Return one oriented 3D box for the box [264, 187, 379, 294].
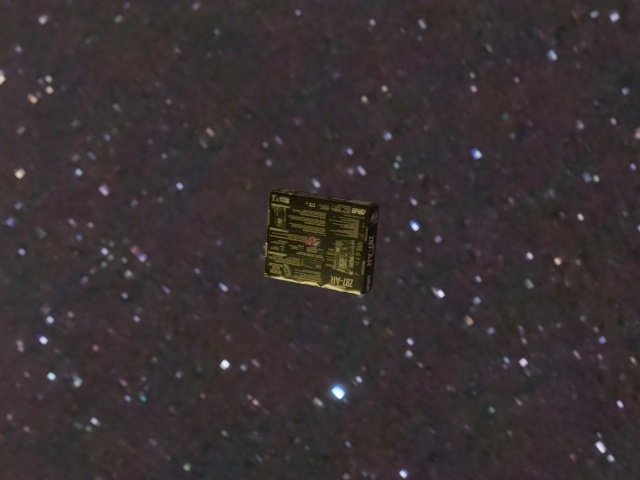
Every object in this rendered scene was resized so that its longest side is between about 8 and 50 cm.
[{"bbox_3d":[0.000,0.000,0.955,0.083,0.018,0.067,9,-78,26],"label":"box"}]
